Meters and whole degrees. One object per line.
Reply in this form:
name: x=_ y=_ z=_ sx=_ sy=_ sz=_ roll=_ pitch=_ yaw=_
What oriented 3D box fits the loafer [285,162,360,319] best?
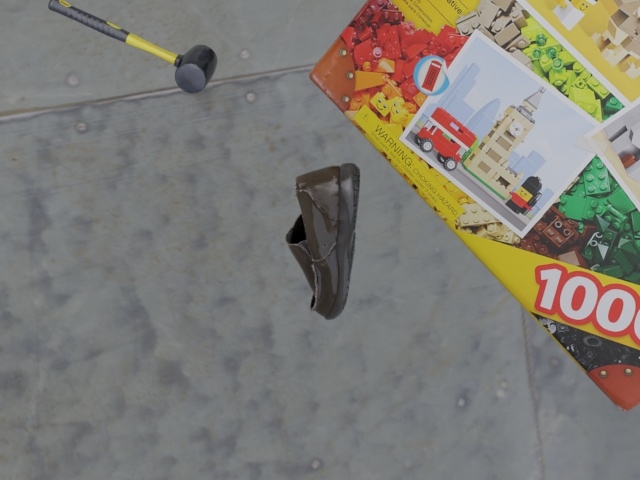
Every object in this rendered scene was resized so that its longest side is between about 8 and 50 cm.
loafer: x=0.000 y=0.000 z=0.886 sx=0.078 sy=0.080 sz=0.220 roll=7 pitch=130 yaw=4

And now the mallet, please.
mallet: x=-0.205 y=-0.214 z=0.847 sx=0.189 sy=0.062 sz=0.039 roll=19 pitch=125 yaw=-15

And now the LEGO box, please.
LEGO box: x=0.300 y=-0.137 z=0.817 sx=0.500 sy=0.372 sz=0.193 roll=47 pitch=31 yaw=5
